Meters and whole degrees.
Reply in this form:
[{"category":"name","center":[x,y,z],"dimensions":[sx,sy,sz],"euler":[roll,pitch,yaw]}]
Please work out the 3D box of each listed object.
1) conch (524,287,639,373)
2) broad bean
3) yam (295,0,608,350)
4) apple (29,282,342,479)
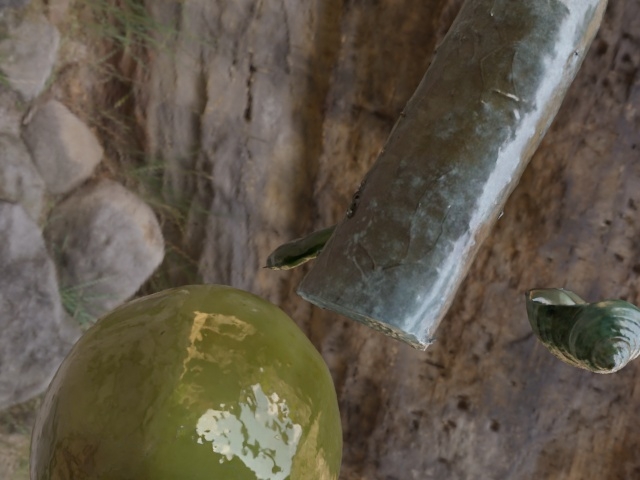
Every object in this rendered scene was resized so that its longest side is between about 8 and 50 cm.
[{"category":"conch","center":[0.425,0.143,1.261],"dimensions":[0.121,0.176,0.188],"euler":[-64,-164,-7]},{"category":"broad bean","center":[-0.001,0.002,1.313],"dimensions":[0.255,0.046,0.065],"euler":[-26,-162,29]},{"category":"yam","center":[0.085,-0.056,0.504],"dimensions":[0.259,0.093,0.093],"euler":[-61,180,-2]},{"category":"apple","center":[-0.186,0.295,1.126],"dimensions":[0.473,0.474,0.473],"euler":[-162,-90,-90]}]
